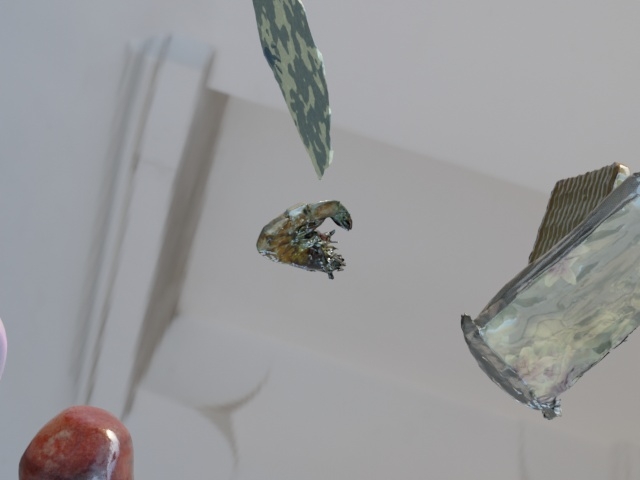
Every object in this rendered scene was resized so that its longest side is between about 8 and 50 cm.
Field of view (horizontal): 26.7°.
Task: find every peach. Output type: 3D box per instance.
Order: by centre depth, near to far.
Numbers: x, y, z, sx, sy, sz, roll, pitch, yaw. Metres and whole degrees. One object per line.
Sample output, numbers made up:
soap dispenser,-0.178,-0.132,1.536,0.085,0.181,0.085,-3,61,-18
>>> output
peach,-0.284,0.286,1.641,0.152,0.152,0.152,-163,-90,-88

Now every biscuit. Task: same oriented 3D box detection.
biscuit,0.277,0.038,1.543,0.254,0.029,0.172,-69,-167,-11

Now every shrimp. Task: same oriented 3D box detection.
shrimp,0.000,0.000,1.336,0.091,0.034,0.161,-36,153,15

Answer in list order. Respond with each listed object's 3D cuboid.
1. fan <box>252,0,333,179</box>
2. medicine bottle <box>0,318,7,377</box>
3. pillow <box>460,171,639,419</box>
fan,-0.026,-0.165,1.169,0.131,0.009,0.240,13,-58,70
medicine bottle,-0.577,0.123,1.692,0.241,0.302,0.241,-51,159,-29
pillow,0.263,0.054,1.327,0.255,0.169,0.059,-41,-158,10
